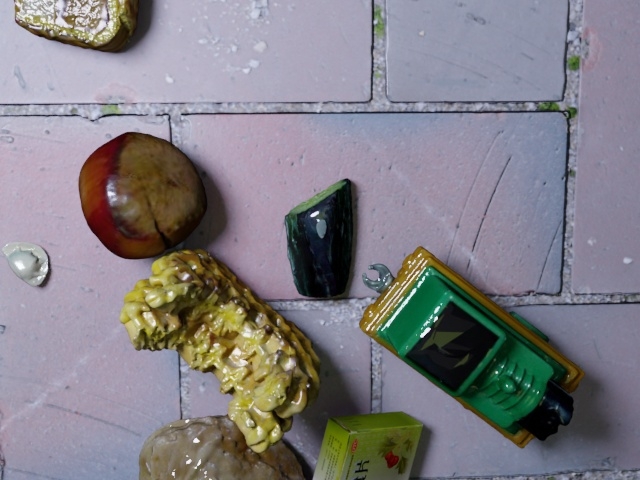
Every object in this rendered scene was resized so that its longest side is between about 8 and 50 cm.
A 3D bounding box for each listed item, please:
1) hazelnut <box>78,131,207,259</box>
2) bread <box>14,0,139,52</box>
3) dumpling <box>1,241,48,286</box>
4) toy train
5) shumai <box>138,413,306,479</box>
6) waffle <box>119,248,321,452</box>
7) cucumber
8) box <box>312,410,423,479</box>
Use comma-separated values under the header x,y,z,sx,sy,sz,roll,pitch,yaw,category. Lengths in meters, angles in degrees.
x,y,z,sx,sy,sz,roll,pitch,yaw,category
-0.285,-0.059,1.084,0.208,0.208,0.208,0,98,-3,hazelnut
-0.363,-0.406,1.060,0.181,0.096,0.222,8,96,-4,bread
-0.480,0.035,1.148,0.059,0.043,0.077,-41,82,-13,dumpling
0.246,0.178,1.098,0.429,0.249,0.178,37,95,-7,toy train
-0.156,0.441,1.114,0.314,0.262,0.267,14,98,-6,shumai
-0.143,0.153,1.071,0.324,0.261,0.151,45,101,-5,waffle
0.000,0.000,1.151,0.115,0.086,0.193,-4,105,-4,cucumber
0.065,0.423,1.178,0.175,0.062,0.260,8,100,-40,box
